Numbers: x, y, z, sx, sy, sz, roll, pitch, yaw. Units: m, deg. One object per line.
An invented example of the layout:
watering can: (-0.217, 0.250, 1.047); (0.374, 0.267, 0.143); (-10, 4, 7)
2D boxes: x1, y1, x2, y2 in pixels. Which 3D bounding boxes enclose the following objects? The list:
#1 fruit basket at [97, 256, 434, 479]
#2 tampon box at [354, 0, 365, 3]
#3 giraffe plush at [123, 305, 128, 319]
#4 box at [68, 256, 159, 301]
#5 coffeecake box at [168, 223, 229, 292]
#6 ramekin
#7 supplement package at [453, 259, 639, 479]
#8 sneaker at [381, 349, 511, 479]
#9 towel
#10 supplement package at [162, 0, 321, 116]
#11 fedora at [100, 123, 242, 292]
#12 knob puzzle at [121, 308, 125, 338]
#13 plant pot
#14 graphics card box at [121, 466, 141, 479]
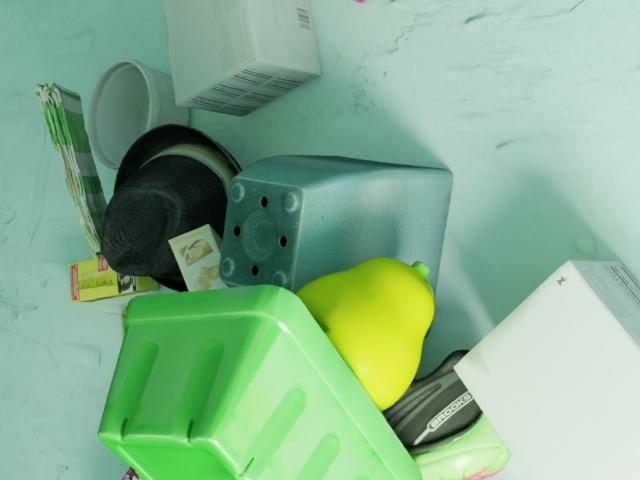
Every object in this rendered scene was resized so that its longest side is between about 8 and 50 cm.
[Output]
fruit basket: (-0.026, 0.166, 1.015); (0.283, 0.392, 0.392); (-7, 83, 34)
tampon box: (0.071, -0.440, 1.255); (0.161, 0.120, 0.101); (-24, 72, 40)
giraffe plush: (-0.206, 0.143, 1.434); (0.170, 0.181, 0.210); (-45, 47, 6)
box: (-0.416, 0.071, 1.718); (0.232, 0.058, 0.087); (-10, 82, 42)
coffeecake box: (-0.156, 0.082, 1.308); (0.068, 0.142, 0.185); (-23, 81, -2)
ramekin: (-0.340, -0.234, 1.630); (0.207, 0.109, 0.207); (-2, 87, 43)
supplement package: (0.322, 0.185, 0.977); (0.204, 0.145, 0.262); (-50, 57, 29)
sneaker: (0.047, 0.254, 1.228); (0.482, 0.185, 0.202); (-13, 70, 32)
towel: (-0.443, -0.131, 1.616); (0.038, 0.248, 0.325); (-17, 96, -3)
supplement package: (-0.132, -0.335, 1.416); (0.203, 0.149, 0.194); (-19, 75, 40)
fedora: (-0.274, -0.033, 1.470); (0.334, 0.152, 0.334); (12, 114, 28)
knob puzzle: (-0.324, 0.205, 1.647); (0.213, 0.030, 0.213); (-3, 86, 42)
plant pot: (0.000, 0.000, 1.210); (0.248, 0.252, 0.247); (12, 97, 43)
graphics card box: (-0.241, 0.466, 1.500); (0.233, 0.094, 0.371); (52, 122, 27)
